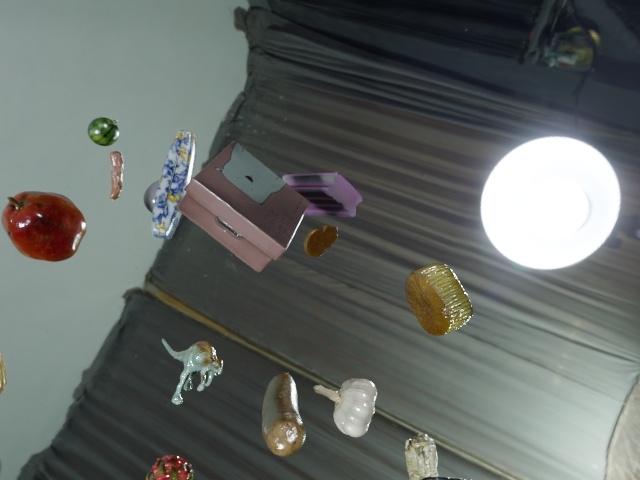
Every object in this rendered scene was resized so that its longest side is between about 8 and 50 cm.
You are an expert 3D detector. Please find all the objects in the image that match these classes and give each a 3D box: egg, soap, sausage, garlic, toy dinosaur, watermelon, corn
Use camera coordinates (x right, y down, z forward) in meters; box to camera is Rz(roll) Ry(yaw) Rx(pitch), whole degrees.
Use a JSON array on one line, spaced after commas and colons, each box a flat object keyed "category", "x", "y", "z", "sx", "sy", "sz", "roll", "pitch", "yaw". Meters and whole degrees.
[{"category": "egg", "x": -0.584, "y": -0.166, "z": 1.799, "sx": 0.198, "sy": 0.146, "sz": 0.147, "roll": -18, "pitch": 129, "yaw": -52}, {"category": "soap", "x": -0.007, "y": -0.117, "z": 1.188, "sx": 0.122, "sy": 0.203, "sz": 0.066, "roll": 41, "pitch": 67, "yaw": -39}, {"category": "sausage", "x": -0.130, "y": 0.568, "z": 1.546, "sx": 0.136, "sy": 0.123, "sz": 0.501, "roll": -64, "pitch": -173, "yaw": -1}, {"category": "sausage", "x": -0.662, "y": -0.210, "z": 1.511, "sx": 0.036, "sy": 0.042, "sz": 0.158, "roll": -136, "pitch": -130, "yaw": -82}, {"category": "garlic", "x": 0.071, "y": 0.558, "z": 1.602, "sx": 0.199, "sy": 0.225, "sz": 0.199, "roll": -157, "pitch": -90, "yaw": -80}, {"category": "toy dinosaur", "x": -0.420, "y": 0.404, "z": 1.511, "sx": 0.092, "sy": 0.393, "sz": 0.206, "roll": 21, "pitch": 92, "yaw": -35}, {"category": "watermelon", "x": -0.741, "y": -0.377, "z": 1.604, "sx": 0.109, "sy": 0.108, "sz": 0.109, "roll": -54, "pitch": 157, "yaw": -36}, {"category": "corn", "x": 0.269, "y": 0.616, "z": 1.218, "sx": 0.087, "sy": 0.087, "sz": 0.211, "roll": -15, "pitch": 99, "yaw": -67}]

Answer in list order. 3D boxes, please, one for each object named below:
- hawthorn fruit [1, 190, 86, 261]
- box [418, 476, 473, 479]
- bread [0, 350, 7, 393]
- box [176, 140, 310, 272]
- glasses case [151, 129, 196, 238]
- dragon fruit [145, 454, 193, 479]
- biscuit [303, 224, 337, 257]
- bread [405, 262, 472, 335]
[{"category": "hawthorn fruit", "x": -0.863, "y": -0.055, "z": 1.433, "sx": 0.224, "sy": 0.224, "sz": 0.261, "roll": -63, "pitch": 166, "yaw": -15}, {"category": "box", "x": 0.258, "y": 0.583, "z": 0.919, "sx": 0.042, "sy": 0.201, "sz": 0.213, "roll": 133, "pitch": -33, "yaw": -71}, {"category": "bread", "x": -0.909, "y": 0.303, "z": 1.157, "sx": 0.149, "sy": 0.274, "sz": 0.274, "roll": -48, "pitch": 162, "yaw": 6}, {"category": "box", "x": -0.143, "y": -0.069, "z": 0.922, "sx": 0.086, "sy": 0.215, "sz": 0.215, "roll": -46, "pitch": -168, "yaw": 30}, {"category": "glasses case", "x": -0.328, "y": -0.125, "z": 1.051, "sx": 0.087, "sy": 0.065, "sz": 0.248, "roll": 122, "pitch": -21, "yaw": -80}, {"category": "dragon fruit", "x": -0.517, "y": 0.844, "z": 1.605, "sx": 0.166, "sy": 0.160, "sz": 0.172, "roll": 50, "pitch": 32, "yaw": -33}, {"category": "biscuit", "x": 0.000, "y": 0.000, "z": 1.871, "sx": 0.175, "sy": 0.026, "sz": 0.124, "roll": -27, "pitch": 123, "yaw": -36}, {"category": "bread", "x": 0.427, "y": 0.216, "z": 1.719, "sx": 0.142, "sy": 0.253, "sz": 0.227, "roll": -23, "pitch": 157, "yaw": -20}]
